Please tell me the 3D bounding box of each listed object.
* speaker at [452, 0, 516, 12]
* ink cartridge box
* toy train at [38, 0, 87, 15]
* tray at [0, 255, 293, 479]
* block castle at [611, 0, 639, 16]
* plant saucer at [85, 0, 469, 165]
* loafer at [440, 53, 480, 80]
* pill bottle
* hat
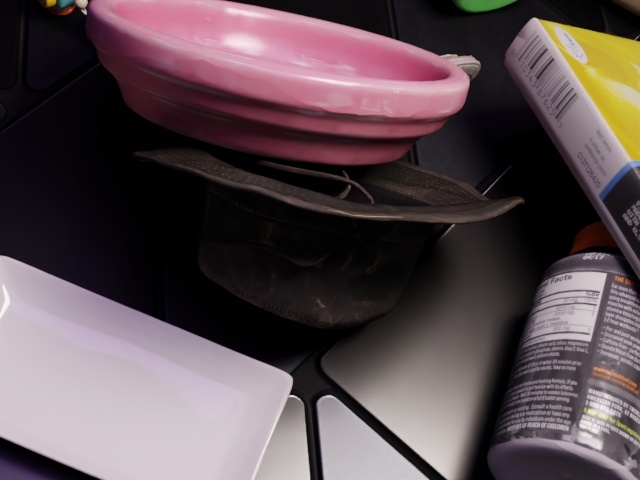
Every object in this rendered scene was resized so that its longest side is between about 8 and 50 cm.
[{"bbox_3d":[0.143,-0.398,1.271,0.131,0.131,0.296,-13,71,-21],"label":"speaker"},{"bbox_3d":[0.357,-0.067,1.093,0.307,0.072,0.303,2,46,-31],"label":"ink cartridge box"},{"bbox_3d":[-0.203,-0.245,1.158,0.166,0.046,0.125,21,55,-4],"label":"toy train"},{"bbox_3d":[-0.170,0.122,0.949,0.270,0.030,0.145,23,57,0],"label":"tray"},{"bbox_3d":[0.462,-0.426,1.195,0.213,0.453,0.303,33,56,16],"label":"block castle"},{"bbox_3d":[-0.040,-0.140,1.028,0.332,0.084,0.332,11,17,-3],"label":"plant saucer"},{"bbox_3d":[0.102,-0.165,1.186,0.125,0.045,0.039,-24,61,-23],"label":"loafer"},{"bbox_3d":[0.233,0.101,1.003,0.130,0.130,0.245,23,57,1],"label":"pill bottle"},{"bbox_3d":[0.000,0.000,0.985,0.331,0.331,0.134,7,99,-10],"label":"hat"}]
